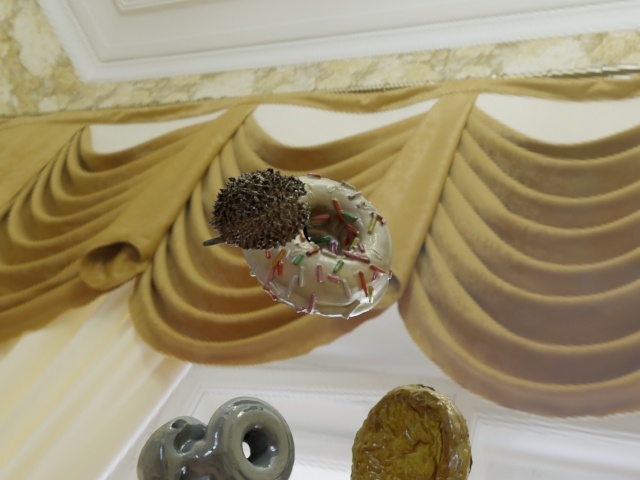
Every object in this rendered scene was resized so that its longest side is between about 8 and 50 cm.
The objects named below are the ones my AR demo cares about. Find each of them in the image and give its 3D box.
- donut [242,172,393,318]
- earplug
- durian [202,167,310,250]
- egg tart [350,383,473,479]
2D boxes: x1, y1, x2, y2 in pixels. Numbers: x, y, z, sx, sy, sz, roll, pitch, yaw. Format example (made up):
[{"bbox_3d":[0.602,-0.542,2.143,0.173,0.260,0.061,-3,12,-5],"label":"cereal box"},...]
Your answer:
[{"bbox_3d":[0.000,0.000,1.696,0.382,0.383,0.142,27,-47,-2],"label":"donut"},{"bbox_3d":[-0.208,0.438,1.505,0.325,0.214,0.175,-8,-21,-15],"label":"earplug"},{"bbox_3d":[-0.112,-0.049,1.149,0.188,0.148,0.091,-33,-35,9],"label":"durian"},{"bbox_3d":[0.204,0.473,1.595,0.129,0.341,0.341,22,-31,-39],"label":"egg tart"}]
